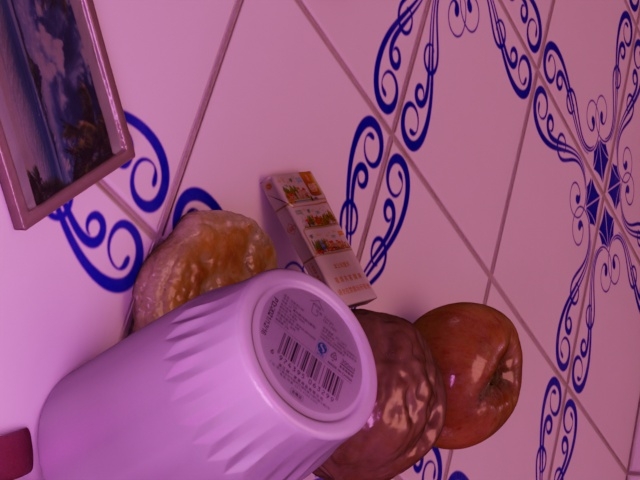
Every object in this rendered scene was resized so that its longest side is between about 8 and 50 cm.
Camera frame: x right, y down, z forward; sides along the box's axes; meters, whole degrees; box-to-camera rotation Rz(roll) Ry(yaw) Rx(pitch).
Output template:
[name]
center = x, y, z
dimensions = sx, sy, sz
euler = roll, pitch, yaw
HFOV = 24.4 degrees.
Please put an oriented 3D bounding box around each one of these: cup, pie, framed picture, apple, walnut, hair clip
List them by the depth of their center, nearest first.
[hair clip]
center = -0.363, 0.246, 1.662
dimensions = 0.137, 0.022, 0.054
euler = -7, 93, -60
[cup]
center = -0.128, 0.198, 1.693
dimensions = 0.253, 0.371, 0.253
euler = 28, 46, -33
[framed picture]
center = -0.325, -0.200, 1.728
dimensions = 0.232, 0.024, 0.315
euler = -43, 126, -51
[pie]
center = -0.144, 0.120, 1.996
dimensions = 0.337, 0.075, 0.338
euler = -1, 91, -60
[walnut]
center = 0.066, 0.240, 2.206
dimensions = 0.227, 0.273, 0.273
euler = 26, 63, -24
[apple]
center = 0.234, 0.227, 2.546
dimensions = 0.260, 0.193, 0.261
euler = -1, 91, -58

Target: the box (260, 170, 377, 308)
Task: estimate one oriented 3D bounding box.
[box]
center = -0.001, 0.000, 2.194
dimensions = 0.122, 0.032, 0.220
euler = -11, 70, -60
